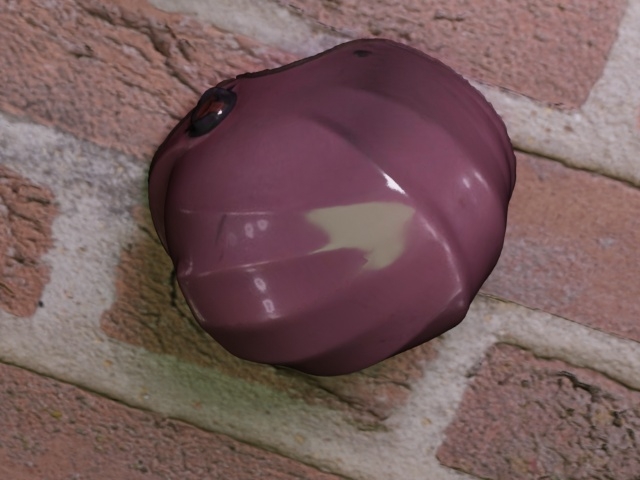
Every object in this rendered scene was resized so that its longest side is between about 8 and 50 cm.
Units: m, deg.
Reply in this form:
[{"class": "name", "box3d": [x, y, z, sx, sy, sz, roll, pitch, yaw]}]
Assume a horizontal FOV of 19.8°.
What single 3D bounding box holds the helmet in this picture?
[{"class": "helmet", "box3d": [0.000, 0.000, 1.513, 0.338, 0.197, 0.271, -22, 119, 19]}]
